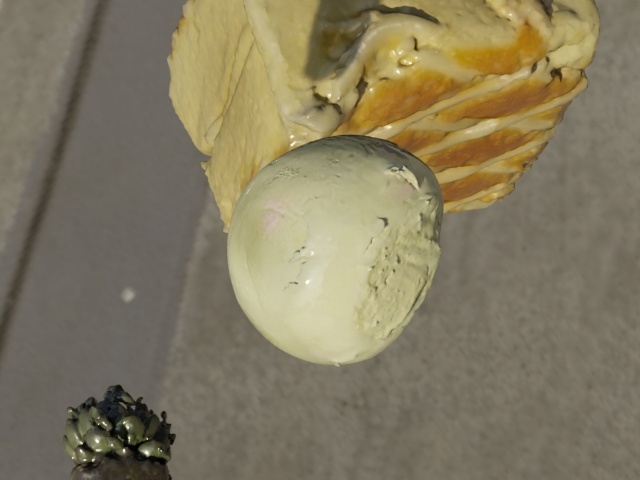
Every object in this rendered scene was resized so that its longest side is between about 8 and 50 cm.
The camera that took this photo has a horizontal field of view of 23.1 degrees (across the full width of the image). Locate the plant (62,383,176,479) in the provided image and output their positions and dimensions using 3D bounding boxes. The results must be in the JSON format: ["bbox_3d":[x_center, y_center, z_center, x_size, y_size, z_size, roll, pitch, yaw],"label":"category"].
[{"bbox_3d":[-0.163,0.190,1.256,0.092,0.094,0.143,3,69,-7],"label":"plant"}]

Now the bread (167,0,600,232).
[{"bbox_3d":[0.062,-0.190,1.628,0.390,0.371,0.279,-13,68,-23],"label":"bread"}]

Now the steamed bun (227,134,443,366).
[{"bbox_3d":[0.000,0.000,0.857,0.112,0.091,0.130,30,98,43],"label":"steamed bun"}]
